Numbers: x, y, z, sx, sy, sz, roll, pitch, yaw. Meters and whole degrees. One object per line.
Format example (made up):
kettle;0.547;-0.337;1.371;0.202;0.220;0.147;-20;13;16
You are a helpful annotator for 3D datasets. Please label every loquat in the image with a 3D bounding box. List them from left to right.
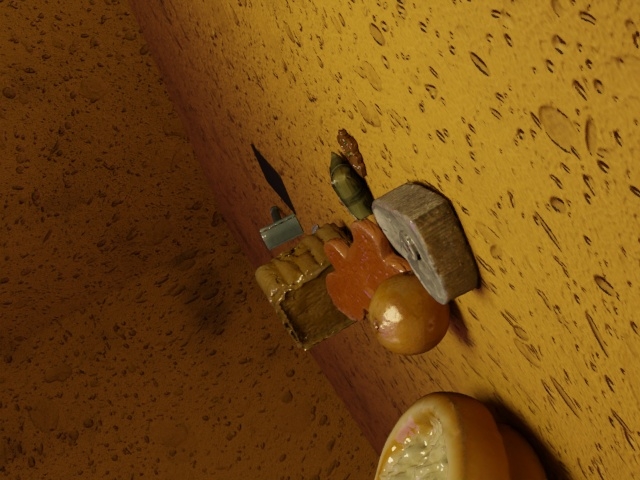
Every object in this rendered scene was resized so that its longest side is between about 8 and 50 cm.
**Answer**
loquat;0.144;0.116;1.554;0.141;0.141;0.141;58;171;15

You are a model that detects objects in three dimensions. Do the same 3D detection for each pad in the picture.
pad;-0.128;-0.166;2.557;0.211;0.003;0.142;49;165;49

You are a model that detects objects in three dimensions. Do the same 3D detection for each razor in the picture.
razor;-0.116;-0.053;2.653;0.232;0.106;0.068;-111;-5;-71

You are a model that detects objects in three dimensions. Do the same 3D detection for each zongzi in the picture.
zongzi;0.051;-0.097;1.685;0.104;0.052;0.113;58;-174;-29

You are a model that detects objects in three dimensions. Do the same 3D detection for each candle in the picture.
candle;0.151;-0.007;1.347;0.192;0.068;0.168;53;168;21

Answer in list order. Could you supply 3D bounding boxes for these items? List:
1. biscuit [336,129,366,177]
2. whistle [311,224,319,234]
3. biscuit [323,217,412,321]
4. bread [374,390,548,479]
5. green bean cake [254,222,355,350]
biscuit;0.052;-0.146;1.609;0.092;0.016;0.082;65;169;-19
whistle;0.000;0.000;2.309;0.083;0.029;0.033;66;156;8
biscuit;0.088;0.069;1.797;0.205;0.049;0.324;50;153;10
bread;0.214;0.434;1.564;0.245;0.329;0.424;38;174;-8
green bean cake;-0.002;0.096;2.011;0.131;0.224;0.229;51;170;45
